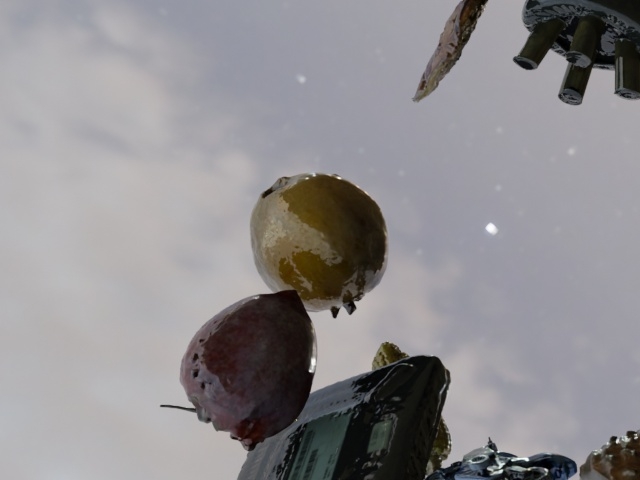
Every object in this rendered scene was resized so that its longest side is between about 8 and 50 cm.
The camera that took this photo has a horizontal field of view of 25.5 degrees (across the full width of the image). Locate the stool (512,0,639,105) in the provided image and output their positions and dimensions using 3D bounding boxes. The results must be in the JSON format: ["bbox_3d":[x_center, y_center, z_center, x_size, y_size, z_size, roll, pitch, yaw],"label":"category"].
[{"bbox_3d":[0.271,-0.239,1.519,0.228,0.139,0.153,19,165,9],"label":"stool"}]

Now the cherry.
[{"bbox_3d":[-0.096,0.174,2.066,0.192,0.250,0.175,26,157,15],"label":"cherry"}]

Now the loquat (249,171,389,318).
[{"bbox_3d":[0.000,0.000,2.224,0.238,0.238,0.193,40,-152,-1],"label":"loquat"}]

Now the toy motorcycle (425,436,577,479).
[{"bbox_3d":[0.283,0.366,2.228,0.135,0.254,0.092,-23,-80,-40],"label":"toy motorcycle"}]

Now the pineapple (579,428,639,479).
[{"bbox_3d":[0.546,0.317,2.077,0.340,0.169,0.169,-23,-123,-19],"label":"pineapple"}]

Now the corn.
[{"bbox_3d":[0.153,0.286,2.396,0.097,0.097,0.262,18,-141,-41],"label":"corn"}]

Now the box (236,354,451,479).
[{"bbox_3d":[0.017,0.327,2.020,0.091,0.350,0.359,48,-142,-21],"label":"box"}]

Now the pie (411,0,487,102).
[{"bbox_3d":[0.142,-0.215,1.550,0.034,0.170,0.092,30,-159,-2],"label":"pie"}]
